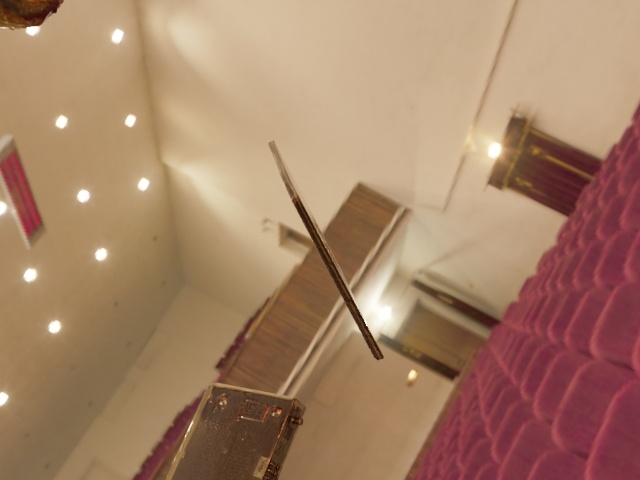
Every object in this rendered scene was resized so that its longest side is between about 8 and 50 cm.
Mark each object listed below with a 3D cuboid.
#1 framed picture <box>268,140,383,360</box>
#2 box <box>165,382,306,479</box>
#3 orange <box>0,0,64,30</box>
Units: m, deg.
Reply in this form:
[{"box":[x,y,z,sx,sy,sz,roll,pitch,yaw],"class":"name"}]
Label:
[{"box":[0.000,0.000,1.271,0.016,0.265,0.347,-27,22,0],"class":"framed picture"},{"box":[-0.149,0.363,1.360,0.045,0.210,0.270,50,-125,-44],"class":"box"},{"box":[-0.709,-0.588,1.735,0.271,0.210,0.369,-83,-26,-51],"class":"orange"}]
